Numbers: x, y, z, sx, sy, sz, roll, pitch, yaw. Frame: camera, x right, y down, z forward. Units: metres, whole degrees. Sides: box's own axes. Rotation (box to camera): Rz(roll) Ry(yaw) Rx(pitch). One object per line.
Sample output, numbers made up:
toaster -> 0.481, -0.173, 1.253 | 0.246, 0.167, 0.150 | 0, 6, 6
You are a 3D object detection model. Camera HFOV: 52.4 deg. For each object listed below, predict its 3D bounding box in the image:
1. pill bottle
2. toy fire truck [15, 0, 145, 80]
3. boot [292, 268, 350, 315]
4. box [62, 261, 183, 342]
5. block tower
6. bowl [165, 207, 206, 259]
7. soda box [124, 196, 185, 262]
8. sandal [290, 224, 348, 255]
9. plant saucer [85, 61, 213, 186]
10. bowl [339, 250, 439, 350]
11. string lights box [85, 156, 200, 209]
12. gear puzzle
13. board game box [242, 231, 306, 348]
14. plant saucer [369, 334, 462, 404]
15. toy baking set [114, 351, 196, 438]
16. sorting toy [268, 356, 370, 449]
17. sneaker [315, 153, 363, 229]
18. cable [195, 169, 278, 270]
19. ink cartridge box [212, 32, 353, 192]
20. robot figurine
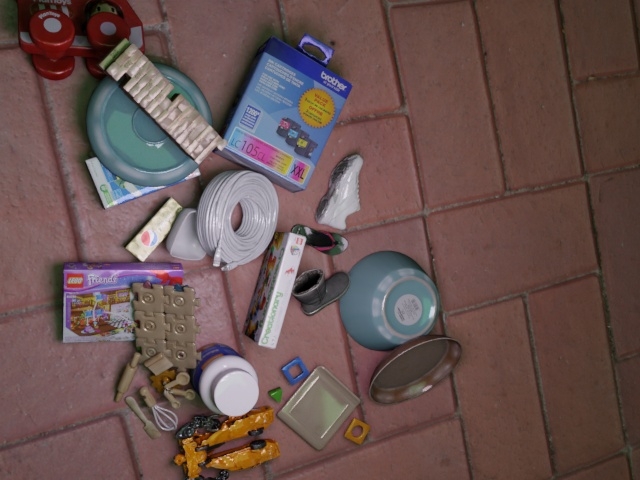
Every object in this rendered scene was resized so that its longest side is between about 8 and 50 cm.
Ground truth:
pill bottle -> -0.250, 0.364, 1.695 | 0.152, 0.272, 0.152 | -1, 92, -21
toy fire truck -> -0.595, -0.546, 1.607 | 0.302, 0.169, 0.253 | -4, 75, -21
boot -> 0.004, 0.121, 1.819 | 0.190, 0.208, 0.076 | -43, 64, -15
box -> -0.508, 0.158, 1.680 | 0.293, 0.057, 0.200 | 1, 109, -21
block tower -> -0.376, -0.324, 1.562 | 0.097, 0.091, 0.335 | -48, 117, -6
bowl -> -0.344, -0.022, 1.733 | 0.142, 0.053, 0.142 | 14, 106, -57
soda box -> -0.436, -0.030, 1.727 | 0.061, 0.058, 0.181 | 43, 78, -16
sandal -> 0.000, 0.000, 1.898 | 0.179, 0.040, 0.067 | 17, 86, -20
plant saucer -> -0.424, -0.293, 1.642 | 0.318, 0.044, 0.317 | -2, 95, -22
bowl -> 0.228, 0.187, 1.927 | 0.312, 0.163, 0.311 | 0, 91, -20
string lights box -> -0.463, -0.187, 1.700 | 0.260, 0.077, 0.133 | -23, 99, -19
gear puzzle -> -0.391, 0.256, 1.688 | 0.176, 0.044, 0.338 | 5, 113, 3
board game box -> -0.129, 0.127, 1.774 | 0.053, 0.193, 0.305 | 17, 86, -20
plant saucer -> 0.275, 0.376, 1.932 | 0.311, 0.050, 0.310 | -18, 139, -16
toy baking set -> -0.442, 0.410, 1.708 | 0.197, 0.030, 0.256 | 31, 110, -4
sorting toy -> -0.005, 0.489, 1.913 | 0.348, 0.047, 0.196 | 45, 82, -16
sneaker -> 0.077, -0.138, 1.908 | 0.115, 0.090, 0.232 | 26, 92, -26
cable -> -0.219, -0.061, 1.740 | 0.257, 0.089, 0.257 | -14, 110, -52
ink cartridge box -> -0.094, -0.367, 1.797 | 0.270, 0.151, 0.395 | 26, 81, -19
robot figurine -> -0.263, 0.564, 1.798 | 0.291, 0.085, 0.211 | -10, 95, -20
